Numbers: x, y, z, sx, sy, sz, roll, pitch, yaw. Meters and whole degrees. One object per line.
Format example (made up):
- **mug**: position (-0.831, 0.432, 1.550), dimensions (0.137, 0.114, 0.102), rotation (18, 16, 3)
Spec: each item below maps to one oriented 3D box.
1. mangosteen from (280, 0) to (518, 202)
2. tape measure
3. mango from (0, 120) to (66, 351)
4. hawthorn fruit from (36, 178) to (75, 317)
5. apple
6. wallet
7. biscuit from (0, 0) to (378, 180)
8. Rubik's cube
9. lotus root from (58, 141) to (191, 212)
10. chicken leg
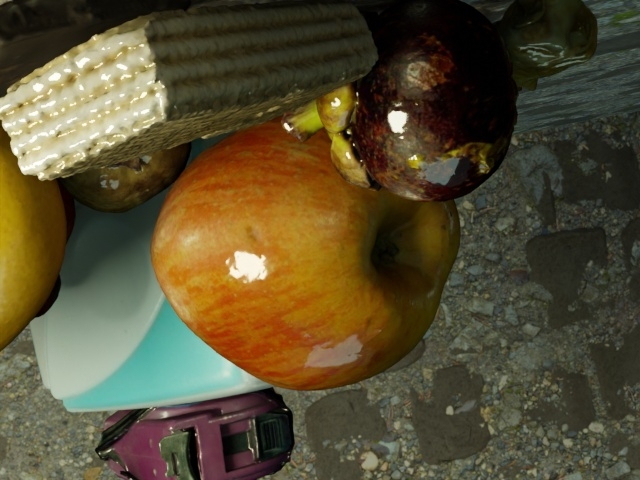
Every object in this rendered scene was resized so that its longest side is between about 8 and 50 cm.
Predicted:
- **mangosteen**: position (0.071, -0.128, 1.512), dimensions (0.217, 0.192, 0.192), rotation (-3, 179, 1)
- **tape measure**: position (-0.166, 0.265, 2.194), dimensions (0.245, 0.149, 0.231), rotation (-11, -176, -34)
- **mango**: position (-0.430, 0.017, 1.591), dimensions (0.446, 0.300, 0.232), rotation (-30, -153, 27)
- **hawthorn fruit**: position (-0.401, -0.020, 1.828), dimensions (0.210, 0.266, 0.230), rotation (-52, 172, -29)
- **apple**: position (0.000, 0.000, 1.663), dimensions (0.302, 0.301, 0.301), rotation (-12, 179, 0)
- **wallet**: position (-0.221, -0.140, 1.269), dimensions (0.165, 0.042, 0.309), rotation (-16, 178, -27)
- **biscuit**: position (-0.086, -0.124, 1.276), dimensions (0.144, 0.078, 0.426), rotation (-24, 180, 24)
- **Rubik's cube**: position (-0.145, 0.014, 2.061), dimensions (0.352, 0.351, 0.347), rotation (-7, -177, 36)
- **lotus root**: position (-0.205, -0.096, 1.694), dimensions (0.145, 0.128, 0.260), rotation (-21, -179, -4)
- **chicken leg**: position (0.149, -0.166, 1.706), dimensions (0.201, 0.152, 0.429), rotation (-2, 167, -28)
